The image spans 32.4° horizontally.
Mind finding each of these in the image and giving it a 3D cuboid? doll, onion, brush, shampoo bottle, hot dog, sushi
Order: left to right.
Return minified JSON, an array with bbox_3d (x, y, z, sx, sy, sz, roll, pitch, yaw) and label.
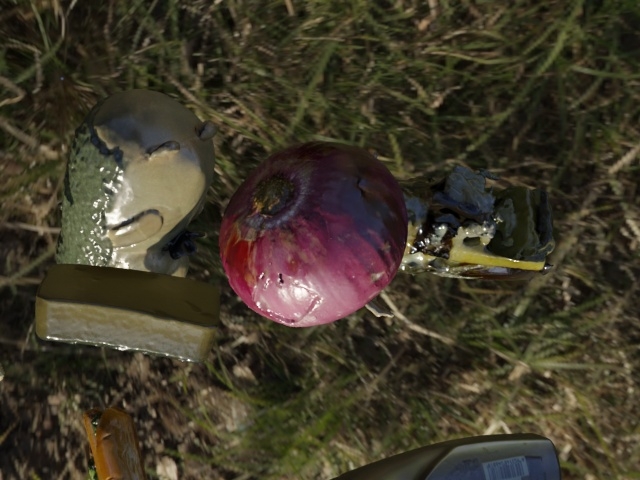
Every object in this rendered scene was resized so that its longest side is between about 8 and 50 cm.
[{"bbox_3d":[-0.276,0.351,1.519,0.068,0.100,0.249,-7,71,-27],"label":"hot dog"},{"bbox_3d":[-0.212,0.078,1.226,0.197,0.123,0.059,9,109,-7],"label":"brush"},{"bbox_3d":[-0.280,-0.054,1.659,0.247,0.247,0.349,22,123,-15],"label":"doll"},{"bbox_3d":[-0.005,-0.007,0.993,0.177,0.153,0.177,-5,75,18],"label":"onion"},{"bbox_3d":[0.116,-0.037,1.228,0.291,0.131,0.139,6,65,0],"label":"sushi"},{"bbox_3d":[0.141,0.311,1.330,0.350,0.084,0.125,-4,92,-34],"label":"shampoo bottle"}]

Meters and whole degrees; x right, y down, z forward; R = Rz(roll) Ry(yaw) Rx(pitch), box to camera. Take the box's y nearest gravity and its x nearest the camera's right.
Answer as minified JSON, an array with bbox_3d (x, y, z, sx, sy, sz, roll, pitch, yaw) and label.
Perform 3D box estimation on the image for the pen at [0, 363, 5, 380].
[{"bbox_3d":[-0.505,0.097,1.499,0.032,0.040,0.233,-36,92,-13],"label":"pen"}]
